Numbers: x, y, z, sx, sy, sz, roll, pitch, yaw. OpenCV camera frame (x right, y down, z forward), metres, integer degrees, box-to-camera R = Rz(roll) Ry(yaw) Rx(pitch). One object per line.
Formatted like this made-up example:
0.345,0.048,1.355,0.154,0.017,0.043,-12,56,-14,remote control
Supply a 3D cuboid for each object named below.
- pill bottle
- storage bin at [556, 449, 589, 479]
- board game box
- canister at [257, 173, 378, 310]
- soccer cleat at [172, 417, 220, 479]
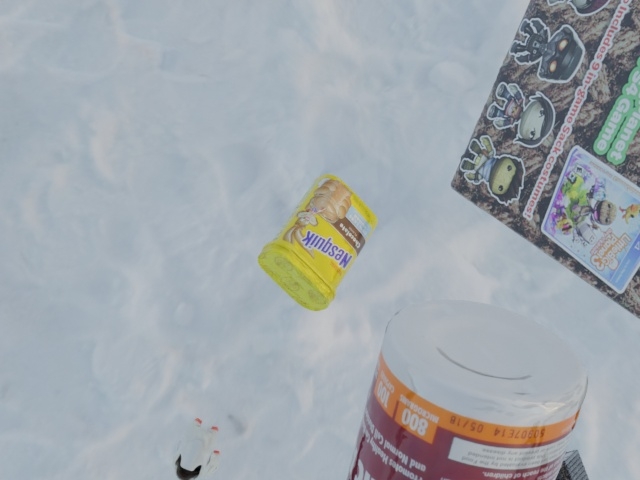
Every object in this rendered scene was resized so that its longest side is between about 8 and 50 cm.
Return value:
0.139,0.284,1.197,0.224,0.224,0.392,12,113,0,pill bottle
0.320,0.367,1.533,0.122,0.180,0.084,-22,78,18,storage bin
0.248,-0.011,0.473,0.232,0.291,0.141,8,112,-36,board game box
0.000,0.000,1.565,0.126,0.073,0.170,45,56,-17,canister
-0.183,0.315,1.518,0.068,0.196,0.076,24,64,4,soccer cleat
